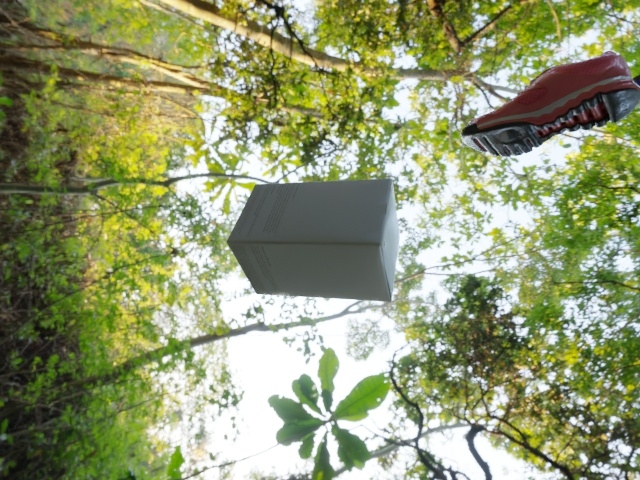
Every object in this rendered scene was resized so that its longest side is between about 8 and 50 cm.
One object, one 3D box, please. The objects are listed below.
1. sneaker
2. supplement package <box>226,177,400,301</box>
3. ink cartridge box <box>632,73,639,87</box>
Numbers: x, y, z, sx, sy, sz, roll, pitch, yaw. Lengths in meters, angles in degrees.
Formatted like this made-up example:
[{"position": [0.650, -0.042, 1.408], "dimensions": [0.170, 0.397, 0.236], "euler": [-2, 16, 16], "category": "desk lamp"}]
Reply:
[{"position": [0.444, -0.271, 0.821], "dimensions": [0.314, 0.116, 0.136], "euler": [-12, -120, 37], "category": "sneaker"}, {"position": [0.000, 0.000, 0.819], "dimensions": [0.293, 0.177, 0.175], "euler": [1, -43, 19], "category": "supplement package"}, {"position": [0.509, -0.239, 0.350], "dimensions": [0.371, 0.176, 0.069], "euler": [-36, -135, 50], "category": "ink cartridge box"}]
